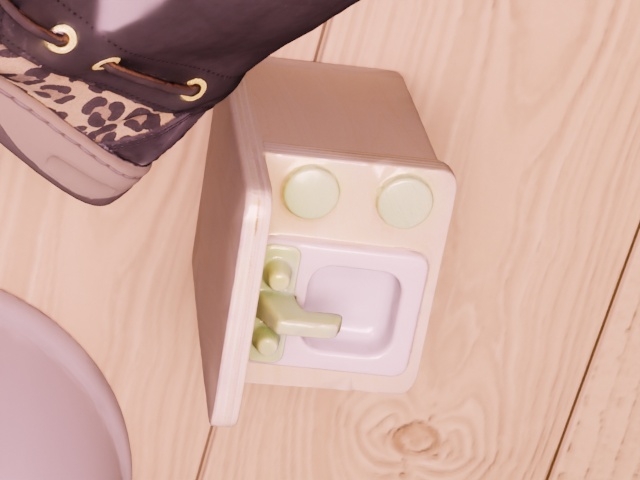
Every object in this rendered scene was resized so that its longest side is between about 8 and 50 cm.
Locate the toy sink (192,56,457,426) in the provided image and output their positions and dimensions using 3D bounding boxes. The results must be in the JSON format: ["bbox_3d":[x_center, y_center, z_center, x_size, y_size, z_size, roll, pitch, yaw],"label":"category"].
[{"bbox_3d":[0.000,0.000,1.171,0.131,0.234,0.152,5,113,-9],"label":"toy sink"}]

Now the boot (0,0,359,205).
[{"bbox_3d":[-0.105,-0.189,0.967,0.284,0.138,0.377,-30,139,12],"label":"boot"}]

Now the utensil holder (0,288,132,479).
[{"bbox_3d":[-0.274,0.238,1.166,0.328,0.385,0.327,-3,114,-6],"label":"utensil holder"}]
